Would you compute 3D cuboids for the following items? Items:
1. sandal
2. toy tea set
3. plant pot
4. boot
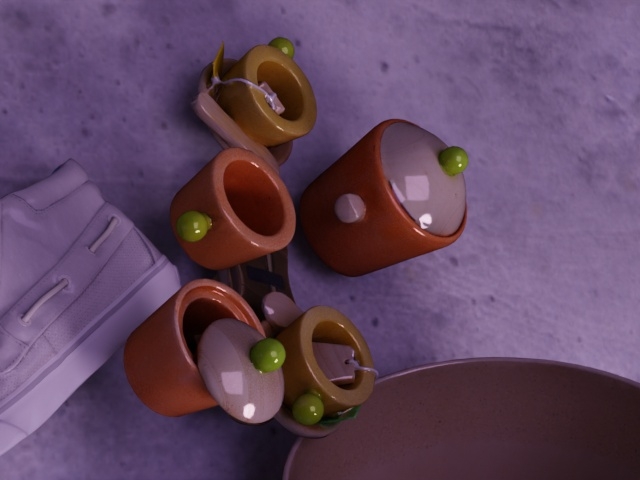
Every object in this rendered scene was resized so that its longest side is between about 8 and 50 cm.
[{"bbox_3d":[-0.053,0.045,1.173,0.072,0.049,0.180,23,49,-41],"label":"sandal"},{"bbox_3d":[0.000,0.000,1.117,0.200,0.124,0.336,42,39,-24],"label":"toy tea set"},{"bbox_3d":[0.120,0.229,1.129,0.284,0.284,0.191,-24,124,-36],"label":"plant pot"},{"bbox_3d":[-0.202,0.055,1.051,0.123,0.095,0.258,50,47,-5],"label":"boot"}]
